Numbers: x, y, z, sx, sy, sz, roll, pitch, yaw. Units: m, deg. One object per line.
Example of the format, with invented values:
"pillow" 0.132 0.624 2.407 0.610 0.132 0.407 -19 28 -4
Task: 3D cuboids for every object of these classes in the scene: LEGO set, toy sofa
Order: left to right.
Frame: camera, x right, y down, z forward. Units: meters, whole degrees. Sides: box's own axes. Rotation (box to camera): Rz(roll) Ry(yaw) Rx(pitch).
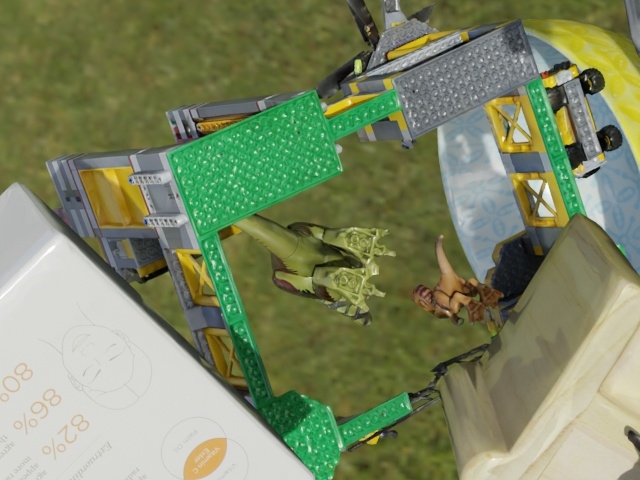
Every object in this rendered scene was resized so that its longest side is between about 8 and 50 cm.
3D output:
"LEGO set" 0.000 0.000 1.115 0.192 0.331 0.255 1 122 60
"toy sofa" 0.223 0.157 0.876 0.177 0.363 0.150 -59 7 12

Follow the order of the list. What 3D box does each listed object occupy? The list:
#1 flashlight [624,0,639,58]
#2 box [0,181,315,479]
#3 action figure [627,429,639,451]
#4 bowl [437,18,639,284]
"flashlight" 0.133 -0.206 0.721 0.103 0.103 0.304 91 177 -62
"box" -0.112 0.084 0.844 0.130 0.170 0.091 -44 26 -3
"action figure" 0.136 0.187 0.678 0.141 0.164 0.275 91 -176 -68
"bowl" 0.237 -0.055 1.542 0.289 0.156 0.289 43 143 44
